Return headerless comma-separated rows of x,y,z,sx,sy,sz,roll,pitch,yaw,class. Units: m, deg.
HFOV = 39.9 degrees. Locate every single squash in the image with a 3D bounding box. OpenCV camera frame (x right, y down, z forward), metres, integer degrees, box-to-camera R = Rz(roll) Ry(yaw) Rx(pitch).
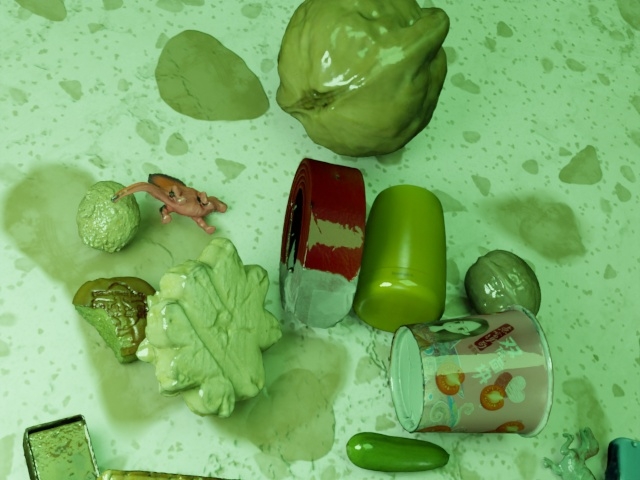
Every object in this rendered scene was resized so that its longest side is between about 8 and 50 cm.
0.137,0.376,1.554,0.201,0.066,0.066,11,58,-22,squash

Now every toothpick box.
0.159,0.026,1.699,0.175,0.175,0.271,17,54,-10,toothpick box

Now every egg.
-0.380,-0.041,1.577,0.118,0.116,0.140,21,49,-35,egg

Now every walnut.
0.363,0.098,1.752,0.140,0.140,0.162,-29,84,-31,walnut
0.092,-0.352,1.814,0.384,0.383,0.383,9,59,-15,walnut

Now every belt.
0.000,0.000,1.622,0.115,0.227,0.324,9,57,-12,belt

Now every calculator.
0.599,0.501,1.642,0.173,0.051,0.293,25,55,-14,calculator

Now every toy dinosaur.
0.489,0.473,1.626,0.167,0.053,0.242,-8,60,-28,toy dinosaur
-0.288,-0.095,1.628,0.286,0.070,0.139,12,32,-48,toy dinosaur

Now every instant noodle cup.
0.260,0.239,1.581,0.231,0.243,0.243,-1,62,-14,instant noodle cup

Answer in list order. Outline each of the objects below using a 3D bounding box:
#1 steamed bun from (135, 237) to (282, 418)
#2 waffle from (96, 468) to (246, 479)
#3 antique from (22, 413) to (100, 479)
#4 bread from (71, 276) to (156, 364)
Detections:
-0.192,0.146,1.489,0.292,0.137,0.295,-2,85,-53,steamed bun
-0.198,0.461,1.309,0.308,0.091,0.213,15,55,-36,waffle
-0.368,0.427,1.327,0.093,0.087,0.310,-10,65,-26,antique
-0.337,0.125,1.512,0.156,0.086,0.125,45,55,6,bread
